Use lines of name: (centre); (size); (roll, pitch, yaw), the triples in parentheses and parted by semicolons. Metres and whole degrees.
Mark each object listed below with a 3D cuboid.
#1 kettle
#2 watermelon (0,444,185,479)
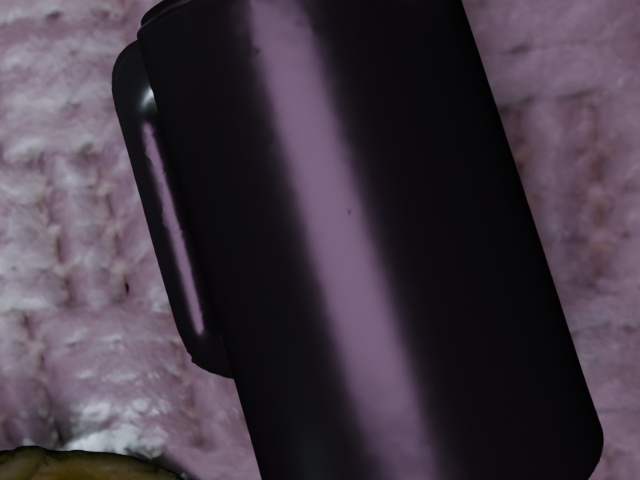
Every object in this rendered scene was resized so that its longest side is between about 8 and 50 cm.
kettle: (0.014, -0.005, 0.522); (0.203, 0.262, 0.307); (-21, 99, -17)
watermelon: (-0.199, 0.320, 0.604); (0.331, 0.331, 0.189); (47, 125, -3)
